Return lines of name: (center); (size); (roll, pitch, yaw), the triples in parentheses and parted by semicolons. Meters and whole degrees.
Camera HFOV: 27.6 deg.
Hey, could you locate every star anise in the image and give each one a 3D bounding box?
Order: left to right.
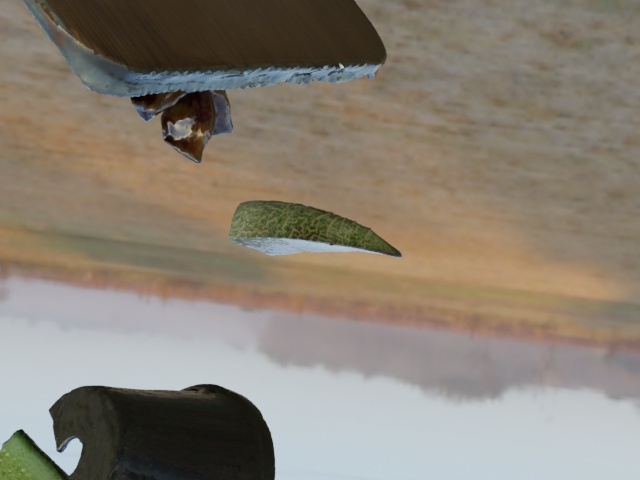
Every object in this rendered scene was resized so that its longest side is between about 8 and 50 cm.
star anise: (-0.122, -0.135, 1.036); (0.057, 0.168, 0.168); (-41, 158, 21)

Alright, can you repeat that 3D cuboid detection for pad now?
pad: (-0.102, -0.189, 0.633); (0.018, 0.286, 0.284); (-41, 169, 27)

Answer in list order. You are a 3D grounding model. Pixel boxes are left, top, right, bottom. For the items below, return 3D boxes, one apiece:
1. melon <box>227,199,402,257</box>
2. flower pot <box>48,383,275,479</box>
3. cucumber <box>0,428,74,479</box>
melon: (-0.006, -0.003, 1.428); (0.182, 0.054, 0.098); (1, 154, 37)
flower pot: (-0.274, 0.358, 1.939); (0.379, 0.379, 0.251); (6, 159, 46)
cucumber: (-0.312, 0.312, 1.476); (0.063, 0.115, 0.244); (36, 176, -39)
